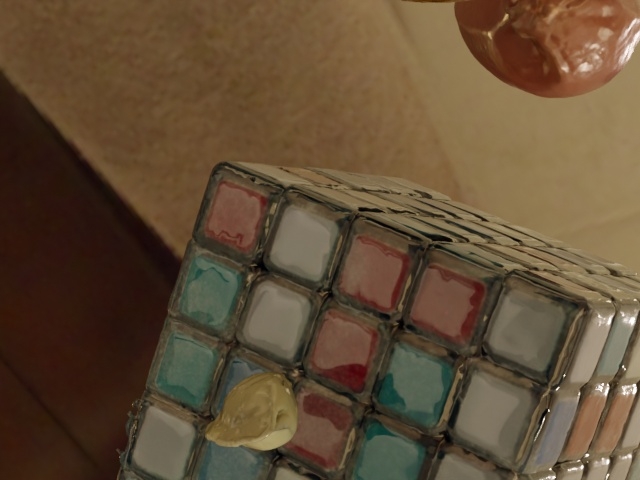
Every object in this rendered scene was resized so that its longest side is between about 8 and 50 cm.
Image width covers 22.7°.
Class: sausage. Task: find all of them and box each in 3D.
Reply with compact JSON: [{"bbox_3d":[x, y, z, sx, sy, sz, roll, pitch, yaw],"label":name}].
[{"bbox_3d":[0.193,-0.192,1.359,0.148,0.148,0.254,-32,-160,2],"label":"sausage"}]

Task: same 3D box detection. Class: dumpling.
[{"bbox_3d":[-0.043,0.106,0.966,0.059,0.043,0.077,-24,-146,16],"label":"dumpling"}]

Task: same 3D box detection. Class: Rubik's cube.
[{"bbox_3d":[0.065,0.124,1.138,0.287,0.293,0.291,23,-82,27],"label":"Rubik's cube"}]

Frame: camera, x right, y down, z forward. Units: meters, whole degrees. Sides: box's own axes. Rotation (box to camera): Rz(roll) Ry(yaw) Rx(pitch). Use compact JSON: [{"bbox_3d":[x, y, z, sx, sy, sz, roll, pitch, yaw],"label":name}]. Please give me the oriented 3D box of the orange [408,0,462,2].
[{"bbox_3d":[0.036,-0.222,0.672,0.183,0.249,0.249,3,-132,48],"label":"orange"}]
